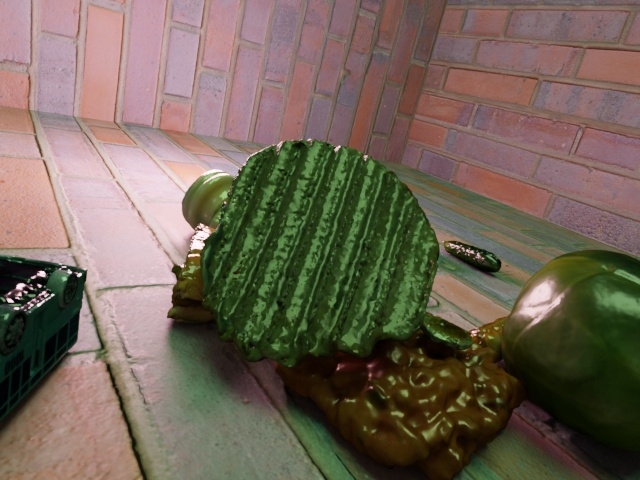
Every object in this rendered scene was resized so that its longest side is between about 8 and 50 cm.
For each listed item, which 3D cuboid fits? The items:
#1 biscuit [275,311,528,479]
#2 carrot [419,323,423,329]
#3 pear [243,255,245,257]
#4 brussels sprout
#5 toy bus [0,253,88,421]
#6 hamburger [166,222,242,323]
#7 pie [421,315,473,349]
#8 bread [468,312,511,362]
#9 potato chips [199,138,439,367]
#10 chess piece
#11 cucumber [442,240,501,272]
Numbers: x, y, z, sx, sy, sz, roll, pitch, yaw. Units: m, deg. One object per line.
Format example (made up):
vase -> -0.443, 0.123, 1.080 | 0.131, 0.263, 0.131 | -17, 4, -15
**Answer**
biscuit -> 0.119, 0.197, 0.685 | 0.312, 0.111, 0.318 | 29, 23, 36
carrot -> 0.130, 0.104, 0.749 | 0.035, 0.036, 0.165 | 10, 15, -12
pear -> -0.012, 0.003, 0.925 | 0.284, 0.337, 0.285 | -23, 9, 4
brussels sprout -> 0.472, 0.166, 0.741 | 0.354, 0.282, 0.289 | 17, 8, -28
toy bus -> -0.376, 0.114, 0.504 | 0.128, 0.147, 0.256 | 10, 14, -7
hamburger -> -0.200, 0.058, 0.832 | 0.130, 0.124, 0.262 | 12, 19, -9
pie -> 0.195, 0.142, 0.703 | 0.084, 0.020, 0.084 | 15, 16, -5
bread -> 0.436, 0.178, 0.946 | 0.367, 0.077, 0.084 | -10, 35, -32
potato chips -> 0.003, -0.009, 0.703 | 0.358, 0.070, 0.430 | 9, 53, 12
chess piece -> -0.186, -0.034, 1.111 | 0.298, 0.176, 0.175 | 37, 26, 22
cucumber -> 0.486, 0.045, 1.471 | 0.069, 0.069, 0.227 | 0, 19, -37
